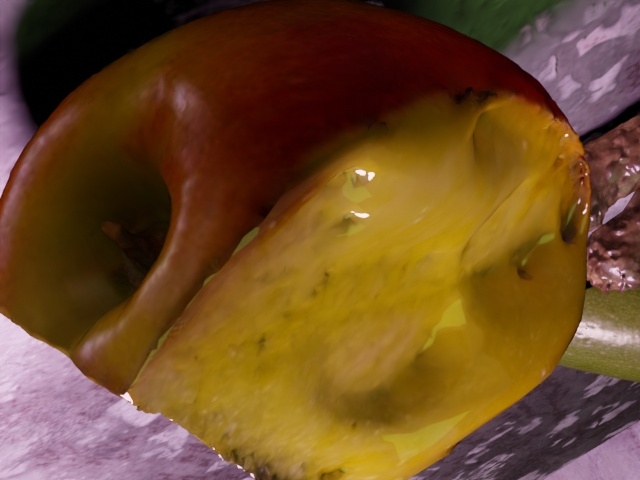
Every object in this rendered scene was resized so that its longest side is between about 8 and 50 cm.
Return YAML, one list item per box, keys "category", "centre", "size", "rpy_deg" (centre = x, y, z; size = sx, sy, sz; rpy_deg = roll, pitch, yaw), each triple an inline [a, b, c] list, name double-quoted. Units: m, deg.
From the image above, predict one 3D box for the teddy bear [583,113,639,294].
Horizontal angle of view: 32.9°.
- category: "teddy bear"
  centre: [0.387, -0.041, 1.009]
  size: [0.296, 0.222, 0.246]
  rpy_deg: [-42, 129, 5]

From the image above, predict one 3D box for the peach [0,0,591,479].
- category: "peach"
  centre: [0.000, 0.000, 0.670]
  size: [0.306, 0.242, 0.380]
  rpy_deg: [-52, 140, -1]

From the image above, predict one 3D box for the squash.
- category: "squash"
  centre: [0.401, 0.093, 1.499]
  size: [0.189, 0.260, 0.189]
  rpy_deg: [13, 90, -76]
